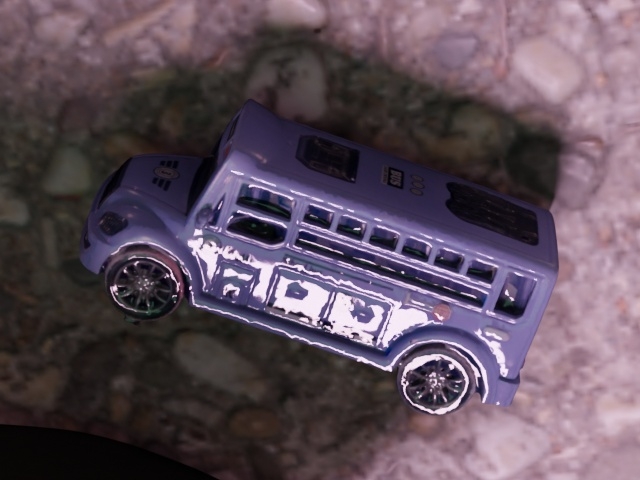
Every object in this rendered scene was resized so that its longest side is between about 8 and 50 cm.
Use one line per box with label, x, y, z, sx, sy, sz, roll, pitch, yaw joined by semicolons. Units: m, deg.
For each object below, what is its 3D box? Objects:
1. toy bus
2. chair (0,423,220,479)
toy bus;0.000;0.000;0.654;0.167;0.073;0.076;19;116;-5
chair;-0.146;0.314;0.695;0.362;0.364;0.410;14;114;2
